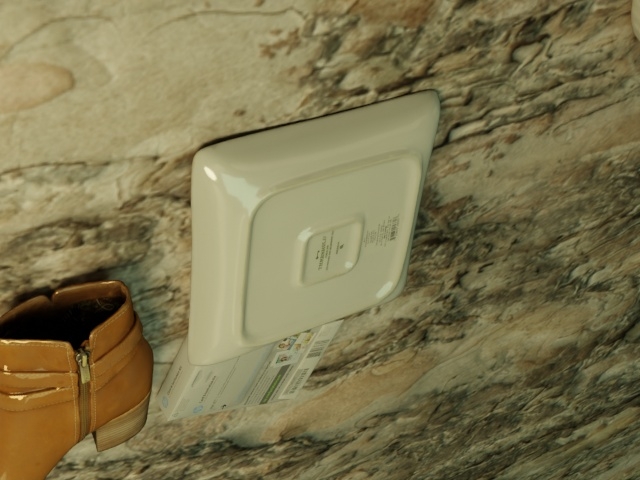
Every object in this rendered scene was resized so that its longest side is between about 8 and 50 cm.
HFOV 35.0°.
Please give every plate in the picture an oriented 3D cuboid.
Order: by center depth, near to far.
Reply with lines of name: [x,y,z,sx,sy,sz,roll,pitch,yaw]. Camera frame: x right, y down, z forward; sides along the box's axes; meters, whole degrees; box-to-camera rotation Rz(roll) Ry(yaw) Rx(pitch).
plate: [0.000,0.000,1.024,0.278,0.045,0.277,-18,135,-28]

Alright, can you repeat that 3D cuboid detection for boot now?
boot: [-0.282,0.162,0.943,0.283,0.109,0.220,-23,146,-23]

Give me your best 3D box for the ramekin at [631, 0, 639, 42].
ramekin: [0.460,-0.267,1.056,0.277,0.135,0.277,-24,145,-18]

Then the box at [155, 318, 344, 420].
box: [-0.080,0.135,1.161,0.186,0.038,0.145,-4,135,-41]
